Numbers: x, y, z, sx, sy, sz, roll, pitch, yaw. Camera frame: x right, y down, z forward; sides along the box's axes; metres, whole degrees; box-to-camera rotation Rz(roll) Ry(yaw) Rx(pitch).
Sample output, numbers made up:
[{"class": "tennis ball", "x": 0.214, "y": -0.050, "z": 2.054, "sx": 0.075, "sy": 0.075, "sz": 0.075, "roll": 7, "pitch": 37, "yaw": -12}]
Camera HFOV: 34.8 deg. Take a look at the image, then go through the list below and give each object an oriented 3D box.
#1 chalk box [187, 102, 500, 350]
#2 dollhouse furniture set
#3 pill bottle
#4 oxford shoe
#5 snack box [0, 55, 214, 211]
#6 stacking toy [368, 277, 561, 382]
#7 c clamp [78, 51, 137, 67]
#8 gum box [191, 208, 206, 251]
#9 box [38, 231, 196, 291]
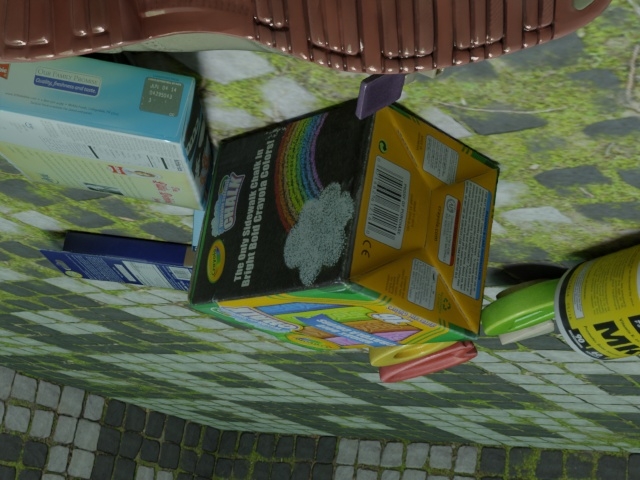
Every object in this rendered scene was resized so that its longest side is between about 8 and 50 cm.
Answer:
[{"class": "chalk box", "x": 0.000, "y": 0.000, "z": 0.996, "sx": 0.179, "sy": 0.180, "sz": 0.289, "roll": 24, "pitch": 159, "yaw": -37}, {"class": "dollhouse furniture set", "x": 0.042, "y": -0.167, "z": 0.732, "sx": 0.081, "sy": 0.091, "sz": 0.114, "roll": 45, "pitch": 150, "yaw": 26}, {"class": "pill bottle", "x": 0.358, "y": 0.060, "z": 1.098, "sx": 0.119, "sy": 0.119, "sz": 0.208, "roll": 16, "pitch": 161, "yaw": -20}, {"class": "oxford shoe", "x": -0.027, "y": -0.176, "z": 0.608, "sx": 0.397, "sy": 0.140, "sz": 0.146, "roll": 3, "pitch": -166, "yaw": 4}, {"class": "snack box", "x": -0.199, "y": -0.093, "z": 0.923, "sx": 0.187, "sy": 0.060, "sz": 0.322, "roll": 10, "pitch": 172, "yaw": -2}, {"class": "stacking toy", "x": 0.181, "y": 0.076, "z": 1.345, "sx": 0.280, "sy": 0.130, "sz": 0.309, "roll": -18, "pitch": 164, "yaw": -2}, {"class": "c clamp", "x": -0.231, "y": -0.168, "z": 0.840, "sx": 0.161, "sy": 0.022, "sz": 0.137, "roll": 12, "pitch": 162, "yaw": -6}, {"class": "gum box", "x": -0.071, "y": -0.015, "z": 1.207, "sx": 0.157, "sy": 0.041, "sz": 0.184, "roll": 10, "pitch": 163, "yaw": -6}, {"class": "box", "x": -0.274, "y": 0.031, "z": 1.460, "sx": 0.225, "sy": 0.036, "sz": 0.136, "roll": 6, "pitch": 162, "yaw": 7}]
